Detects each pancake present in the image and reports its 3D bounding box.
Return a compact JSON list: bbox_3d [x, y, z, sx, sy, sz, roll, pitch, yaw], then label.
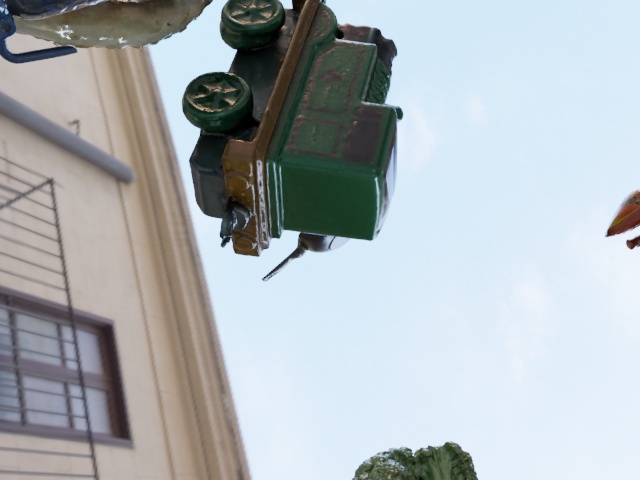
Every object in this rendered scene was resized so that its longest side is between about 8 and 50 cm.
[{"bbox_3d":[-0.259,-0.321,0.865,0.065,0.356,0.356,-47,-124,40],"label":"pancake"}]

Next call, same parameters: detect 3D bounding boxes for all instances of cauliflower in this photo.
[{"bbox_3d":[0.165,0.411,1.157,0.250,0.275,0.272,-4,-86,53],"label":"cauliflower"}]

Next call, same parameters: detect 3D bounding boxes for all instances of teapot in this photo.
[{"bbox_3d":[-0.133,-0.129,0.422,0.083,0.063,0.049,-21,-127,-11],"label":"teapot"}]

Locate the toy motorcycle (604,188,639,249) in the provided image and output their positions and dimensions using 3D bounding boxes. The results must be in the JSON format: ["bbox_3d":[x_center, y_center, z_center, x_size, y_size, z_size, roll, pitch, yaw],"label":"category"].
[{"bbox_3d":[0.423,-0.080,0.907,0.171,0.089,0.298,39,-104,-13],"label":"toy motorcycle"}]

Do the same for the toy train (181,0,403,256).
[{"bbox_3d":[-0.018,-0.154,1.049,0.249,0.178,0.429,9,-129,8],"label":"toy train"}]

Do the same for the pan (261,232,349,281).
[{"bbox_3d":[0.009,-0.003,1.304,0.048,0.128,0.202,48,-54,16],"label":"pan"}]
